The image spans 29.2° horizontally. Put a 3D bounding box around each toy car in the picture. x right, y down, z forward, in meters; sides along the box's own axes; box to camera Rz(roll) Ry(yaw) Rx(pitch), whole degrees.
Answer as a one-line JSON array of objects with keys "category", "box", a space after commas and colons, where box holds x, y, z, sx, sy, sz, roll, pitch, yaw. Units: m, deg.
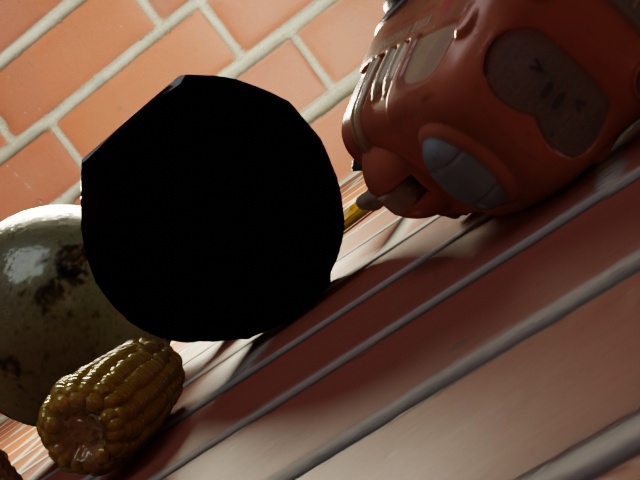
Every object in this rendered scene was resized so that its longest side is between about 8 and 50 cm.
[{"category": "toy car", "box": [0.128, -0.114, 0.960, 0.212, 0.180, 0.270, -58, 19, -21]}]

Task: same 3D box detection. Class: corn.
[{"category": "corn", "box": [-0.185, 0.150, 1.130, 0.093, 0.093, 0.244, -35, 0, 9]}]

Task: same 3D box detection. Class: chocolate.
[{"category": "chocolate", "box": [-0.109, -0.025, 1.328, 0.283, 0.284, 0.186, -36, 2, 1]}]

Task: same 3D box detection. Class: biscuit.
[{"category": "biscuit", "box": [0.000, 0.000, 1.825, 0.292, 0.026, 0.048, -38, 24, -21]}]

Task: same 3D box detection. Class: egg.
[{"category": "egg", "box": [-0.325, 0.095, 1.561, 0.287, 0.288, 0.379, -37, 9, -21]}]

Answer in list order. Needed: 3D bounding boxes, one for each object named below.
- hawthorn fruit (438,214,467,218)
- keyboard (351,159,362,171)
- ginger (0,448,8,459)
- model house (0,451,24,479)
[{"category": "hawthorn fruit", "box": [0.113, -0.069, 1.110, 0.066, 0.103, 0.067, -21, -8, -3]}, {"category": "keyboard", "box": [0.177, -0.153, 1.676, 0.309, 0.018, 0.101, -28, 20, -36]}, {"category": "ginger", "box": [-0.457, 0.321, 1.478, 0.115, 0.081, 0.205, -22, 8, 18]}, {"category": "model house", "box": [-0.378, 0.239, 1.140, 0.183, 0.172, 0.166, -36, 3, -11]}]
